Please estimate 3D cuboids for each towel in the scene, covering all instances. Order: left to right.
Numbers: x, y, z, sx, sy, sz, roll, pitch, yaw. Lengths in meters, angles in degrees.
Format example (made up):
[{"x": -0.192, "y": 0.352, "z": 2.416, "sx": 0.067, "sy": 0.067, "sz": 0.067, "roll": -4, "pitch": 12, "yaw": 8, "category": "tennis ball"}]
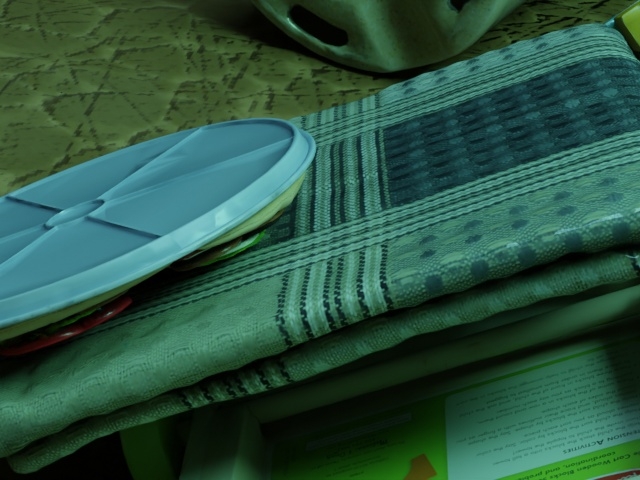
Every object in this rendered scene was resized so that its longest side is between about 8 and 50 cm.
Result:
[{"x": 0.000, "y": 0.000, "z": 0.750, "sx": 0.324, "sy": 0.056, "sz": 0.312, "roll": -17, "pitch": 17, "yaw": 7, "category": "towel"}]

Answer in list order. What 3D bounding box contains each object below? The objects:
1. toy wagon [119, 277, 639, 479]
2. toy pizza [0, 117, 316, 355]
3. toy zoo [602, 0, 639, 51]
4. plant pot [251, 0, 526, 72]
[{"x": 0.045, "y": 0.101, "z": 0.613, "sx": 0.267, "sy": 0.068, "sz": 0.344, "roll": -18, "pitch": 27, "yaw": 13, "category": "toy wagon"}, {"x": -0.094, "y": 0.002, "z": 0.697, "sx": 0.201, "sy": 0.032, "sz": 0.201, "roll": -19, "pitch": 16, "yaw": 6, "category": "toy pizza"}, {"x": 0.304, "y": -0.205, "z": 1.154, "sx": 0.030, "sy": 0.293, "sz": 0.192, "roll": 55, "pitch": 20, "yaw": -2, "category": "toy zoo"}, {"x": 0.086, "y": -0.284, "z": 1.186, "sx": 0.334, "sy": 0.334, "sz": 0.305, "roll": 20, "pitch": 42, "yaw": 21, "category": "plant pot"}]
